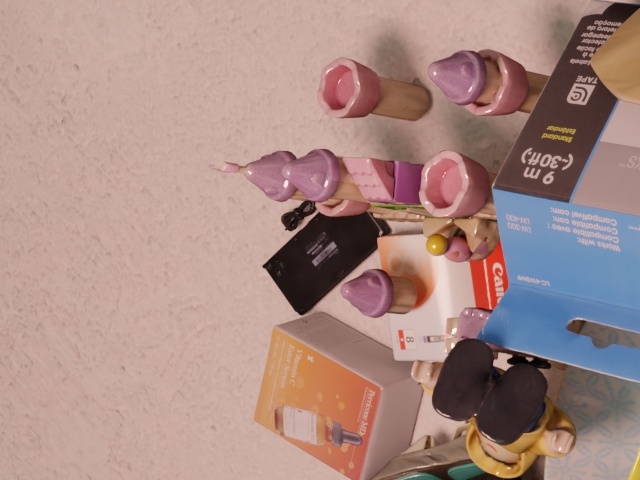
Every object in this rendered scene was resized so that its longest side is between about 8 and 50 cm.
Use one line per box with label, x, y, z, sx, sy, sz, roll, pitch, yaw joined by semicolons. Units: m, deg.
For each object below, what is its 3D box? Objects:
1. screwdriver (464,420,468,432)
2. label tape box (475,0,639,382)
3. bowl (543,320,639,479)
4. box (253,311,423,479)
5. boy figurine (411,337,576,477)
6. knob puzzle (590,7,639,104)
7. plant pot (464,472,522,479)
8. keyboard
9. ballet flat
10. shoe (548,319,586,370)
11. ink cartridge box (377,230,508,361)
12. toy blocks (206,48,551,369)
screwdriver;0.177;0.286;2.006;0.025;0.024;0.170;-17;86;12
label tape box;0.303;-0.050;1.641;0.249;0.115;0.348;13;62;37
bowl;0.342;0.180;1.735;0.156;0.289;0.289;15;115;-8
box;0.022;0.180;2.069;0.170;0.091;0.130;27;115;34
boy figurine;0.171;0.170;1.772;0.177;0.285;0.092;26;79;14
knob puzzle;0.338;-0.178;1.618;0.213;0.213;0.030;-6;133;41
plant pot;0.179;0.356;1.897;0.187;0.188;0.167;45;110;-7
keyboard;0.000;0.000;2.097;0.180;0.023;0.108;-43;78;36
ballet flat;0.142;0.244;1.992;0.213;0.072;0.068;-19;51;32
shoe;0.248;0.032;1.868;0.076;0.058;0.219;8;104;38
ink cartridge box;0.150;0.061;1.968;0.179;0.045;0.145;-3;98;43
toy blocks;0.070;-0.040;1.807;0.288;0.260;0.309;3;87;49
